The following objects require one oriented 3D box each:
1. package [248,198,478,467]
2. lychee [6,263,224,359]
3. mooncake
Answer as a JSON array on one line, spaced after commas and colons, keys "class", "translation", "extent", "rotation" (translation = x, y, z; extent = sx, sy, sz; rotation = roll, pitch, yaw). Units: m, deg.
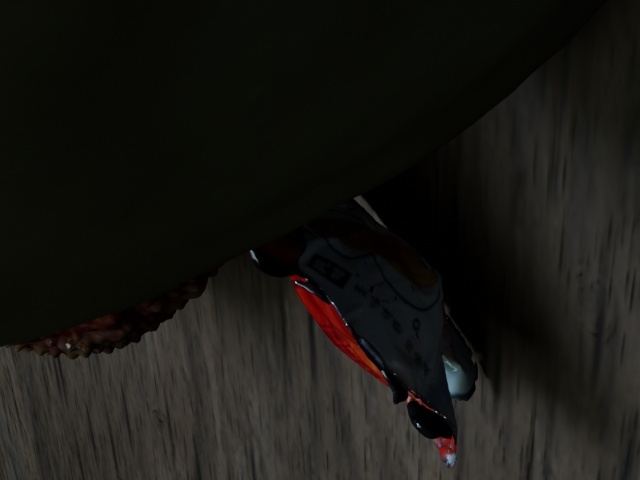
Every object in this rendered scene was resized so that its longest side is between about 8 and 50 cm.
[{"class": "package", "translation": [0.000, 0.000, 0.785], "extent": [0.269, 0.071, 0.194], "rotation": [48, -170, -4]}, {"class": "lychee", "translation": [-0.179, -0.067, 0.912], "extent": [0.271, 0.271, 0.271], "rotation": [33, 139, 35]}, {"class": "mooncake", "translation": [-0.063, -0.167, 0.477], "extent": [0.262, 0.467, 0.467], "rotation": [60, 149, 17]}]
